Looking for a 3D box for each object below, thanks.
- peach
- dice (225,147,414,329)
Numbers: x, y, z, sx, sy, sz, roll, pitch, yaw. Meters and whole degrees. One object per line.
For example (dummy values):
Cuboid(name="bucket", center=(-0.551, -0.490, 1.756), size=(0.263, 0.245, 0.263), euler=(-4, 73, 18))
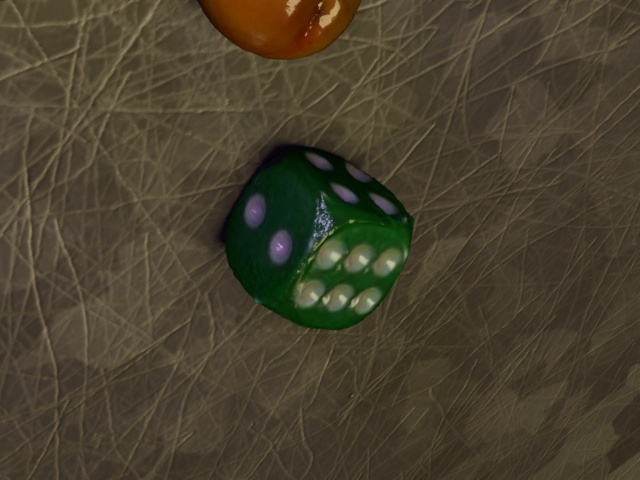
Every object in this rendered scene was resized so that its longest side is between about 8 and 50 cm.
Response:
Cuboid(name="peach", center=(-0.031, -0.201, 0.991), size=(0.138, 0.138, 0.138), euler=(-21, 136, -21))
Cuboid(name="dice", center=(0.000, 0.000, 1.204), size=(0.128, 0.120, 0.131), euler=(14, 115, -43))
